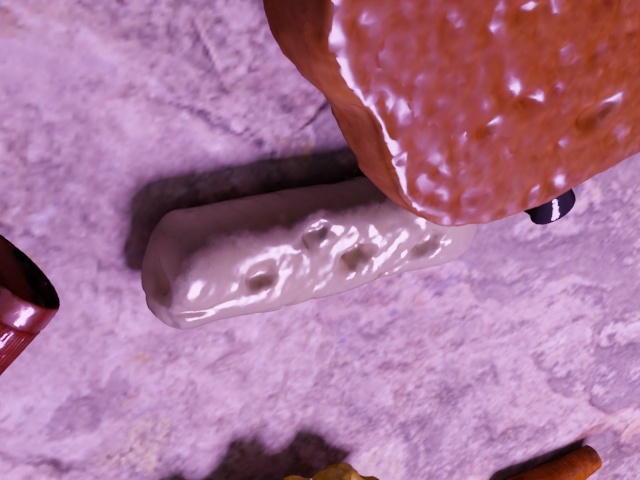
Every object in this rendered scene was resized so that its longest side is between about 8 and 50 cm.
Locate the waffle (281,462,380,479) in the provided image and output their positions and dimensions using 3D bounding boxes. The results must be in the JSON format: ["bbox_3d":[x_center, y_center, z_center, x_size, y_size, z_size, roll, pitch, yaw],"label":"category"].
[{"bbox_3d":[-0.062,0.268,0.937,0.307,0.060,0.312,-40,142,2],"label":"waffle"}]

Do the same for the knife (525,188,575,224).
[{"bbox_3d":[0.085,-0.080,0.753,0.060,0.028,0.230,-33,138,-5],"label":"knife"}]

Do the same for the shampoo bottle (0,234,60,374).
[{"bbox_3d":[-0.219,0.103,0.640,0.260,0.064,0.102,-47,141,8],"label":"shampoo bottle"}]

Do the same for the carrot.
[{"bbox_3d":[0.161,0.174,1.056,0.093,0.032,0.032,-22,138,-31],"label":"carrot"}]

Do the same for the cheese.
[{"bbox_3d":[0.000,0.000,0.745,0.194,0.043,0.065,-14,140,-32],"label":"cheese"}]

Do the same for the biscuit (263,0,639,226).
[{"bbox_3d":[0.114,-0.190,0.623,0.350,0.078,0.455,-40,140,-3],"label":"biscuit"}]
